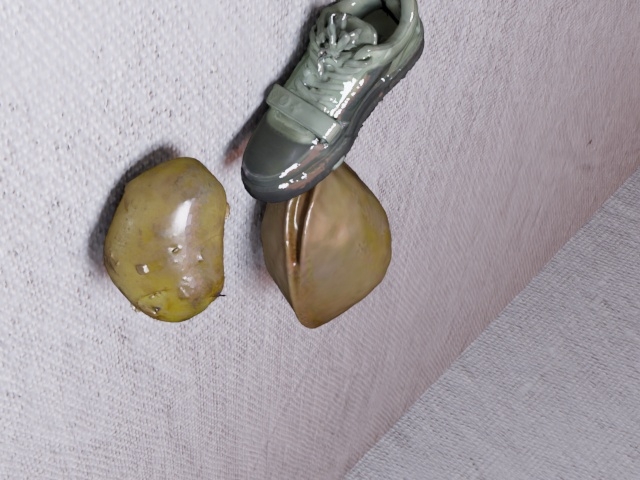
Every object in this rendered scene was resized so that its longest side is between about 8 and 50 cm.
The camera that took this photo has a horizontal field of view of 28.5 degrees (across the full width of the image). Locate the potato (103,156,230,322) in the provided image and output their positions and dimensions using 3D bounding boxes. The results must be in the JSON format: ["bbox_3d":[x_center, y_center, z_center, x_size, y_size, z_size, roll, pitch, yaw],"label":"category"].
[{"bbox_3d":[-0.157,-0.002,1.298,0.137,0.137,0.176,-18,119,-57],"label":"potato"}]

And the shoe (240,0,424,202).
[{"bbox_3d":[0.006,-0.183,1.381,0.293,0.109,0.149,-49,156,-18],"label":"shoe"}]

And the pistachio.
[{"bbox_3d":[0.000,0.000,1.588,0.260,0.163,0.213,38,56,-68],"label":"pistachio"}]
